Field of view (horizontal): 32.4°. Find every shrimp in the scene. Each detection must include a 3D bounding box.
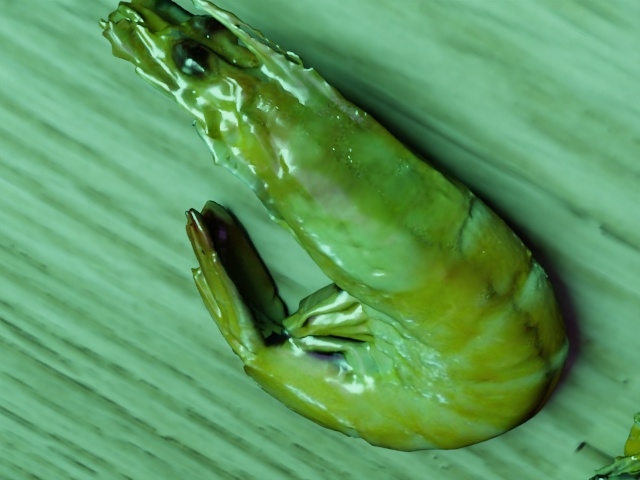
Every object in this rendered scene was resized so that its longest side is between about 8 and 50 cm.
[{"bbox_3d":[0.000,0.000,0.453,0.150,0.068,0.248,-24,113,28],"label":"shrimp"}]

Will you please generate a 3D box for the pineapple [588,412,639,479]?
[{"bbox_3d":[0.215,0.144,0.487,0.221,0.047,0.221,6,121,10],"label":"pineapple"}]
